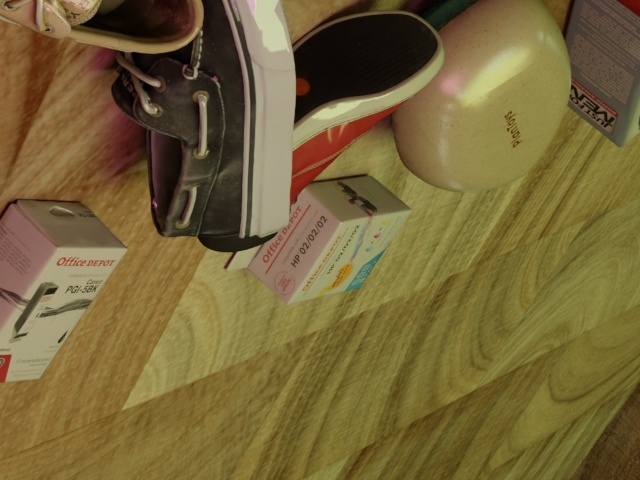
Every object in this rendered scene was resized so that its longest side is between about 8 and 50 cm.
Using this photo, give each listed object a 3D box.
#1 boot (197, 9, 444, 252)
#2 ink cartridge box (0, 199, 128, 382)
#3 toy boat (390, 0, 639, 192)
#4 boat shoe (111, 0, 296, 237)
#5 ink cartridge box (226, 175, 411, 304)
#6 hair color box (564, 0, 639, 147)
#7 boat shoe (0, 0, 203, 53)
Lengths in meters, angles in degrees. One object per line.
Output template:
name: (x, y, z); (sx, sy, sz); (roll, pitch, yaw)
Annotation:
boot: (-0.005, -0.088, 1.548); (0.244, 0.088, 0.176); (-31, 155, -20)
ink cartridge box: (-0.222, 0.040, 1.368); (0.135, 0.056, 0.099); (-54, 158, 16)
toy boat: (0.190, -0.187, 1.714); (0.318, 0.148, 0.267); (-37, 153, -9)
boat shoe: (-0.087, -0.110, 1.282); (0.119, 0.121, 0.335); (-15, 138, -11)
ink cartridge box: (0.000, 0.000, 1.742); (0.181, 0.061, 0.104); (-11, 138, -59)
hair color box: (0.368, -0.283, 1.907); (0.185, 0.113, 0.374); (-40, 159, -23)
boat shoe: (-0.160, -0.172, 1.051); (0.109, 0.098, 0.302); (-52, 160, 9)
